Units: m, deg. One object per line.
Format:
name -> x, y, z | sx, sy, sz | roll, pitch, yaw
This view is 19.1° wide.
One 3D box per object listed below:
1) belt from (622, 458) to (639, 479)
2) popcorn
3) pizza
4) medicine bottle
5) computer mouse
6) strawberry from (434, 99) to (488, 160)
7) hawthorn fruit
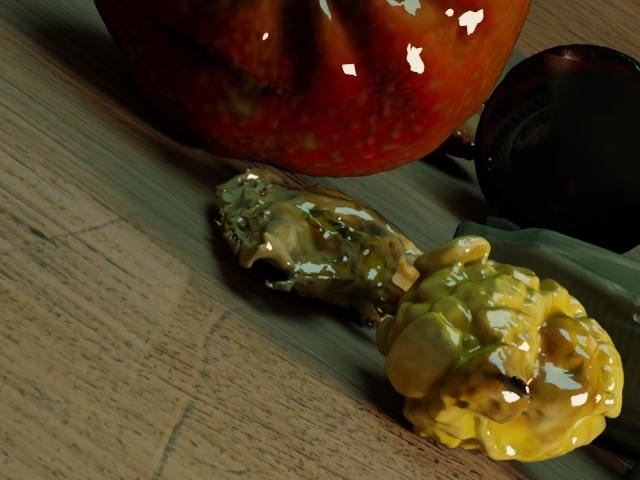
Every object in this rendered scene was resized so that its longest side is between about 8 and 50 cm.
belt -> 0.349, 0.245, 1.447 | 0.267, 0.116, 0.206 | 46, 12, 23
popcorn -> 0.122, 0.089, 1.405 | 0.194, 0.140, 0.163 | 4, 41, -46
pizza -> 0.000, 0.000, 1.519 | 0.189, 0.071, 0.297 | 44, 17, 26
medicine bottle -> 0.313, -0.084, 2.239 | 0.242, 0.242, 0.395 | 39, 1, 13
computer mouse -> 0.285, 0.109, 1.705 | 0.429, 0.145, 0.228 | 32, 16, 38
strawberry -> 0.102, -0.179, 2.288 | 0.286, 0.106, 0.188 | 43, 32, -28
hawthorn fruit -> -0.007, -0.237, 1.706 | 0.403, 0.403, 0.403 | 33, 14, -10
